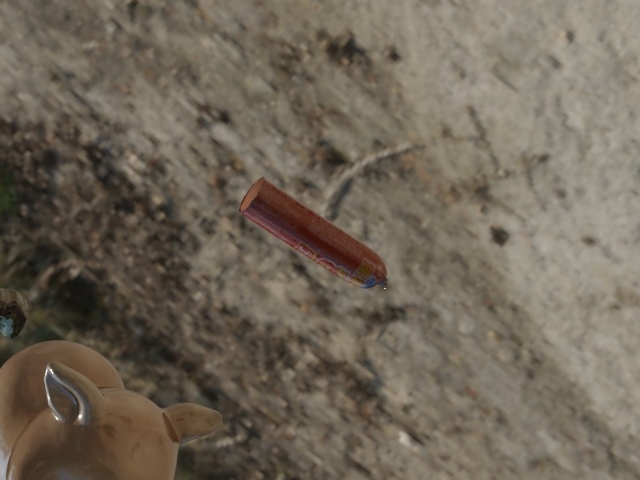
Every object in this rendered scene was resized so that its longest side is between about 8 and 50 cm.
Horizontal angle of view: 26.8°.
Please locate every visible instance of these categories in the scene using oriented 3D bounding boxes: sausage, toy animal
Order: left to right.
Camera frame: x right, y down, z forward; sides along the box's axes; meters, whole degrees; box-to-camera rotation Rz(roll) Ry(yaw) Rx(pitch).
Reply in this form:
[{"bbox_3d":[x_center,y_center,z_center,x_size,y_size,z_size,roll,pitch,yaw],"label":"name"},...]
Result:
[{"bbox_3d":[-0.289,0.242,1.602,0.237,0.269,0.326,24,-148,-36],"label":"toy animal"},{"bbox_3d":[0.000,0.000,1.014,0.129,0.034,0.034,34,160,-14],"label":"sausage"}]

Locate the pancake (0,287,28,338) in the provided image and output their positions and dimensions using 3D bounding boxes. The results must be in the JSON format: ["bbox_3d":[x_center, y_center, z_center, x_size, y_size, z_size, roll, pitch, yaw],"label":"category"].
[{"bbox_3d":[-0.305,0.097,0.995,0.020,0.190,0.184,52,-167,12],"label":"pancake"}]
